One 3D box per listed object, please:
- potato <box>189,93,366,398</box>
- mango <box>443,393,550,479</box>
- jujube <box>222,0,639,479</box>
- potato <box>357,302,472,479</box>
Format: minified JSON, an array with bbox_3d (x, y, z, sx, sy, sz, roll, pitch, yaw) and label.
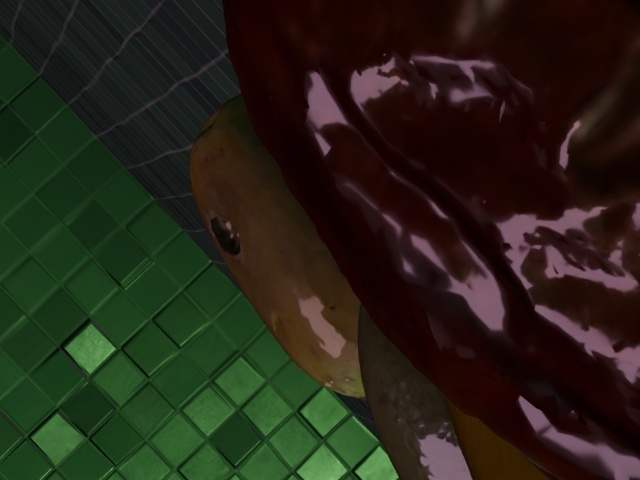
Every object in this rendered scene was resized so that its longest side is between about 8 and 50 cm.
[{"bbox_3d":[0.000,0.000,1.329,0.150,0.146,0.234,-45,70,39],"label":"potato"},{"bbox_3d":[0.194,0.125,0.602,0.446,0.232,0.300,52,-178,28],"label":"mango"},{"bbox_3d":[0.113,-0.023,0.418,0.290,0.197,0.197,37,171,13],"label":"jujube"},{"bbox_3d":[0.105,0.089,1.142,0.178,0.160,0.235,83,165,-47],"label":"potato"}]
